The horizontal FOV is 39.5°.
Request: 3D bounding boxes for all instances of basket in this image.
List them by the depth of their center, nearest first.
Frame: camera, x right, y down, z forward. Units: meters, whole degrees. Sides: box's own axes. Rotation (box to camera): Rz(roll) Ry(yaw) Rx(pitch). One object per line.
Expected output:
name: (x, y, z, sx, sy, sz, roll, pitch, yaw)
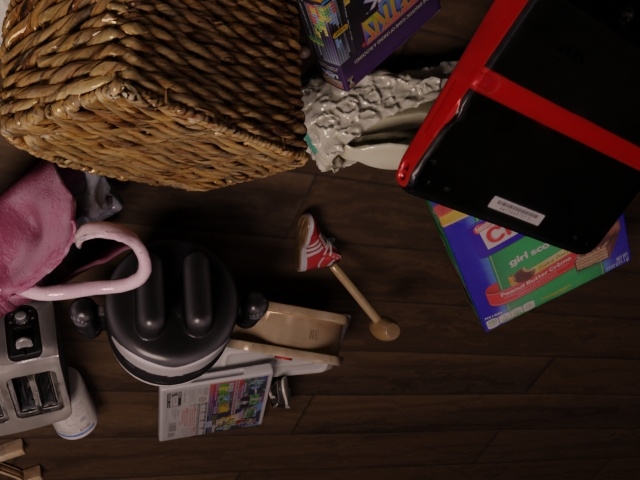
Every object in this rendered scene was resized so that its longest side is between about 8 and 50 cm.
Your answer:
basket: (-0.174, -0.190, 0.920, 0.213, 0.223, 0.299, -11, 167, 33)

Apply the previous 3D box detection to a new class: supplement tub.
supplement tub: (-0.388, 0.251, 1.371, 0.071, 0.071, 0.107, -15, 136, -9)

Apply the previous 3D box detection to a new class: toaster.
toaster: (-0.444, 0.185, 1.251, 0.168, 0.110, 0.185, -9, 136, -14)

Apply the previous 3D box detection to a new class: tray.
tray: (-0.085, 0.186, 1.472, 0.270, 0.030, 0.145, -2, 132, -22)

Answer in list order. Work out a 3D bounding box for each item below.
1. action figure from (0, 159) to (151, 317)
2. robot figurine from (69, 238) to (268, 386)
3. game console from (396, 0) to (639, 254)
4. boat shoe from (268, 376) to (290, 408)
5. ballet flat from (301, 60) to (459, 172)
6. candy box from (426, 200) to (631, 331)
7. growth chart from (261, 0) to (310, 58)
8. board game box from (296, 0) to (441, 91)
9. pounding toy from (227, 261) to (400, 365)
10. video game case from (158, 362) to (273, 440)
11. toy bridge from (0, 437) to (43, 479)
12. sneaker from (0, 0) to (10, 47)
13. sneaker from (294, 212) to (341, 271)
action figure: (-0.387, 0.057, 1.047, 0.370, 0.275, 0.248, -35, 144, -8)
robot figurine: (-0.200, 0.097, 1.184, 0.173, 0.209, 0.278, -55, 178, -22)
game console: (0.313, -0.162, 1.120, 0.387, 0.060, 0.342, 17, 116, -36)
boat shoe: (-0.072, 0.261, 1.523, 0.038, 0.046, 0.125, -1, 162, 1)
ballet flat: (0.161, -0.157, 1.158, 0.409, 0.147, 0.147, -11, 136, -14)
candy box: (0.315, -0.037, 1.355, 0.268, 0.122, 0.317, -28, 136, 3)
growth chart: (-0.130, -0.242, 1.028, 0.172, 0.021, 0.237, -38, 136, 14)
board game box: (0.057, -0.275, 1.005, 0.170, 0.048, 0.141, -44, 141, -18)
pounding toy: (-0.024, 0.110, 1.372, 0.270, 0.154, 0.154, 11, 173, -14)
video game case: (-0.179, 0.272, 1.493, 0.183, 0.023, 0.201, -7, 145, -15)
toy bridge: (-0.511, 0.342, 1.441, 0.063, 0.026, 0.188, -17, 137, -6)
sneaker: (-0.294, -0.259, 0.883, 0.094, 0.091, 0.258, -11, 136, -14)
sneaker: (0.000, 0.000, 1.312, 0.067, 0.042, 0.118, -6, 143, -13)
